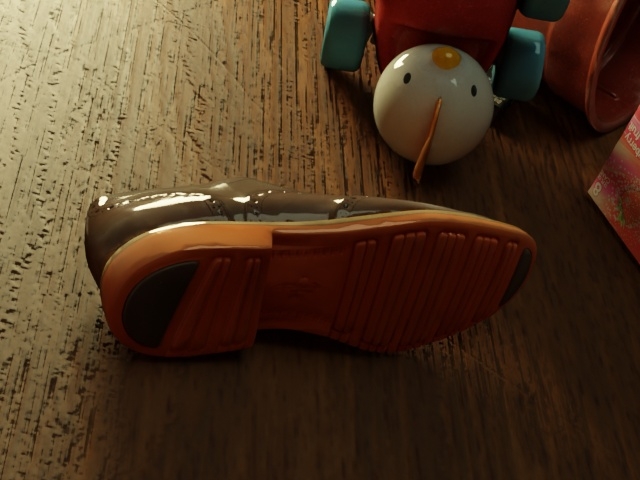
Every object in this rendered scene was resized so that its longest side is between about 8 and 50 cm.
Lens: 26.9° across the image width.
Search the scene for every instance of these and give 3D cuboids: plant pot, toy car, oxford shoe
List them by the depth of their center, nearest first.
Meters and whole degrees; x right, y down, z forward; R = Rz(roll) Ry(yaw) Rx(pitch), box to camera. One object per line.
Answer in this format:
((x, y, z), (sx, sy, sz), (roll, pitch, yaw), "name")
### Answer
((0.000, 0.000, 1.017), (0.364, 0.130, 0.132), (2, 35, -29), "oxford shoe")
((0.112, -0.163, 1.246), (0.219, 0.210, 0.238), (10, 49, -3), "toy car")
((0.259, -0.298, 1.458), (0.265, 0.272, 0.272), (32, 35, 25), "plant pot")

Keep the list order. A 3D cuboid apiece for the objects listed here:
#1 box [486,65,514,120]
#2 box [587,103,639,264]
((0.175, -0.165, 1.421), (0.067, 0.018, 0.083), (33, 36, 12), "box")
((0.398, 0.000, 1.228), (0.142, 0.154, 0.300), (1, 43, -29), "box")
